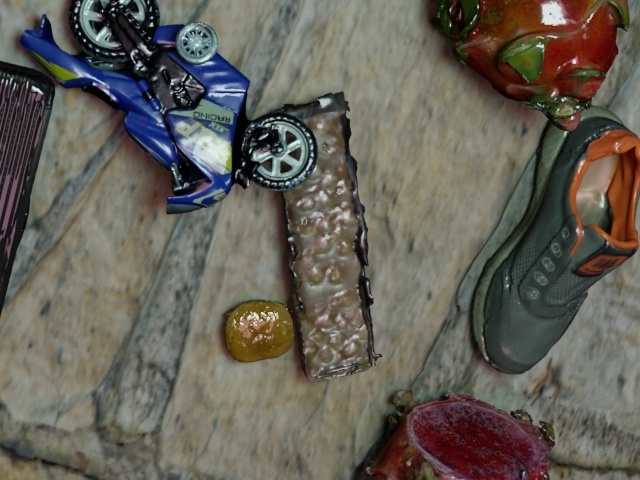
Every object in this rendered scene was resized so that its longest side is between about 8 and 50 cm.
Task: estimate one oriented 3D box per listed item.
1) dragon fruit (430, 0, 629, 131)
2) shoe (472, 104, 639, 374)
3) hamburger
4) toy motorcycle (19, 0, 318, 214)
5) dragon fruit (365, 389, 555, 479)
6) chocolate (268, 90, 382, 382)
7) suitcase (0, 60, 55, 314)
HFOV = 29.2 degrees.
[{"bbox_3d":[0.201,-0.247,1.314,0.269,0.198,0.200,29,51,-23],"label":"dragon fruit"},{"bbox_3d":[0.297,0.014,1.420,0.132,0.171,0.336,18,98,-20],"label":"shoe"},{"bbox_3d":[-0.070,0.103,1.402,0.083,0.044,0.076,-11,106,-11],"label":"hamburger"},{"bbox_3d":[-0.158,-0.136,1.262,0.315,0.113,0.169,40,84,-3],"label":"toy motorcycle"},{"bbox_3d":[0.167,0.266,1.441,0.282,0.211,0.147,-17,117,-39],"label":"dragon fruit"},{"bbox_3d":[0.000,-0.002,1.385,0.102,0.065,0.329,-14,107,-23],"label":"chocolate"},{"bbox_3d":[-0.404,-0.030,1.210,0.229,0.152,0.335,13,99,-20],"label":"suitcase"}]
